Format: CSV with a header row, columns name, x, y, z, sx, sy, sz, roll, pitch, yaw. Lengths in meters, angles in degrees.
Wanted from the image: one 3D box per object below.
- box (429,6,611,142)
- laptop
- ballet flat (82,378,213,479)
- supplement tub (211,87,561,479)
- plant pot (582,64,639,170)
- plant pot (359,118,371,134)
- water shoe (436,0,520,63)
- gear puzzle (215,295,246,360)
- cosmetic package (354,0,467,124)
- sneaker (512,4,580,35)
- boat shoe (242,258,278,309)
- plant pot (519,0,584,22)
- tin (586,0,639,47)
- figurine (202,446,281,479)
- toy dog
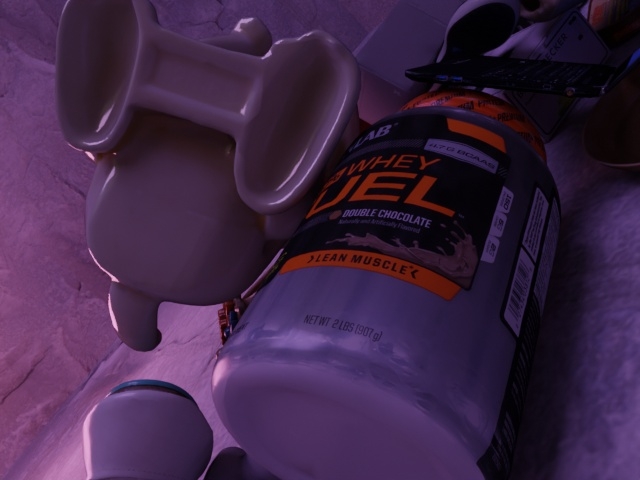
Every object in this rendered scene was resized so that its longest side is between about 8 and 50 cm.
name,x,y,z,sx,sy,sz,roll,pitch,yaw
box,0.241,-0.202,0.868,0.169,0.087,0.290,-51,15,-16
laptop,0.247,-0.217,0.570,0.265,0.136,0.234,13,24,25
ballet flat,-0.207,0.290,0.671,0.139,0.139,0.400,-61,2,-42
supplement tub,0.076,0.030,0.495,0.207,0.207,0.338,-31,22,46
plant pot,0.348,-0.142,0.533,0.236,0.032,0.236,-42,15,14
plant pot,0.009,-0.195,1.193,0.267,0.267,0.236,-50,27,-10
water shoe,0.195,-0.277,0.769,0.203,0.073,0.080,130,156,-80
gear puzzle,-0.132,0.145,0.872,0.044,0.175,0.339,-7,10,-11
cosmetic package,0.141,-0.289,0.918,0.238,0.107,0.127,-51,-12,-21
sneaker,0.331,-0.372,1.040,0.281,0.106,0.162,-39,-4,-13
boat shoe,0.000,0.000,0.961,0.122,0.110,0.341,-27,25,52
plant pot,0.315,-0.418,0.655,0.306,0.333,0.334,-35,16,6
tin,0.413,-0.323,0.808,0.106,0.040,0.189,-26,25,43
figurine,-0.086,0.269,0.575,0.209,0.092,0.214,-38,16,45
toy dog,-0.081,-0.074,0.735,0.408,0.285,0.395,-24,-56,-77
